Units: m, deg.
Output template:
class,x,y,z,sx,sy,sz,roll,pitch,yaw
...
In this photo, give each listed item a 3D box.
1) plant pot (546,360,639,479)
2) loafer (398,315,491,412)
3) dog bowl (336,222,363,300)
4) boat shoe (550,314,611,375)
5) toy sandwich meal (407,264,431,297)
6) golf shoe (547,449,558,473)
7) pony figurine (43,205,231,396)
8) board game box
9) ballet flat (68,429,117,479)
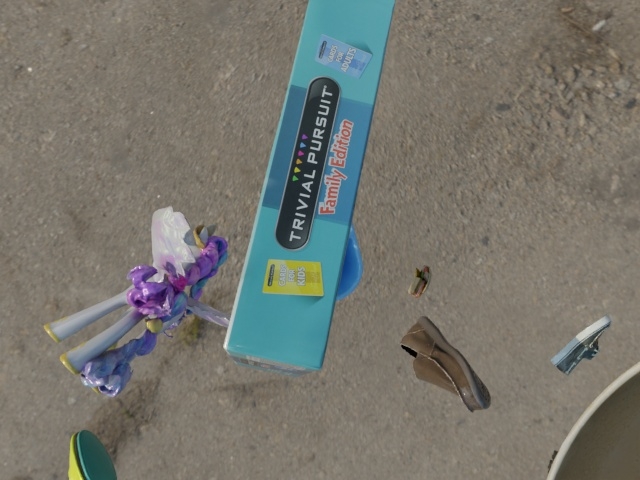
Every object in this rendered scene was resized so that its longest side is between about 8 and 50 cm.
class,x,y,z,sx,sy,sz,roll,pitch,yaw
plant pot,0.282,0.187,0.303,0.191,0.284,0.284,18,119,-48
loafer,0.322,0.345,1.590,0.130,0.366,0.134,-38,115,1
dog bowl,0.000,0.000,1.270,0.166,0.074,0.297,-22,114,-14
boat shoe,0.732,0.291,1.648,0.070,0.078,0.219,50,132,25
toy sandwich meal,0.239,0.097,1.445,0.029,0.085,0.085,19,112,-11
golf shoe,0.250,0.314,0.593,0.094,0.077,0.198,18,103,15
pony figurine,-0.272,0.100,1.036,0.363,0.351,0.303,-41,116,-20
board game box,-0.016,-0.040,0.600,0.079,0.254,0.336,13,75,-3
ballet flat,-0.339,0.396,0.909,0.077,0.231,0.077,-47,149,-1
